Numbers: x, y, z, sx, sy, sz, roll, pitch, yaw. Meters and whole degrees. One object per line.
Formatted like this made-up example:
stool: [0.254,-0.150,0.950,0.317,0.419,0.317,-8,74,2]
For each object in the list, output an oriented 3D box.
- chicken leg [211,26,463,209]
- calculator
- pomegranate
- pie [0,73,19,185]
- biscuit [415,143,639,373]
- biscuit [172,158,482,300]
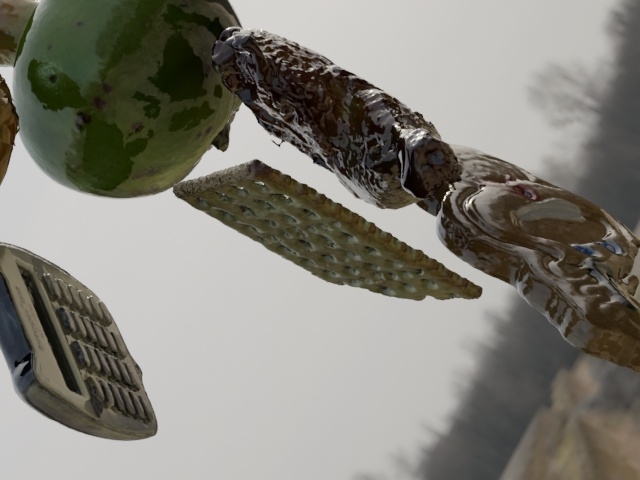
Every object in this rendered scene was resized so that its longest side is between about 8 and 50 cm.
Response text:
chicken leg: [0.015,-0.098,1.321,0.083,0.322,0.177,-53,-34,-2]
calculator: [-0.214,0.092,1.456,0.040,0.177,0.268,-31,-23,13]
pomegranate: [-0.212,-0.170,1.542,0.236,0.302,0.236,-59,-12,-20]
pie: [-0.373,-0.062,1.424,0.273,0.273,0.069,-59,-44,-18]
biscuit: [0.182,0.004,1.336,0.320,0.183,0.047,-115,37,-58]
biscuit: [0.000,-0.001,1.214,0.144,0.203,0.016,-10,55,56]
